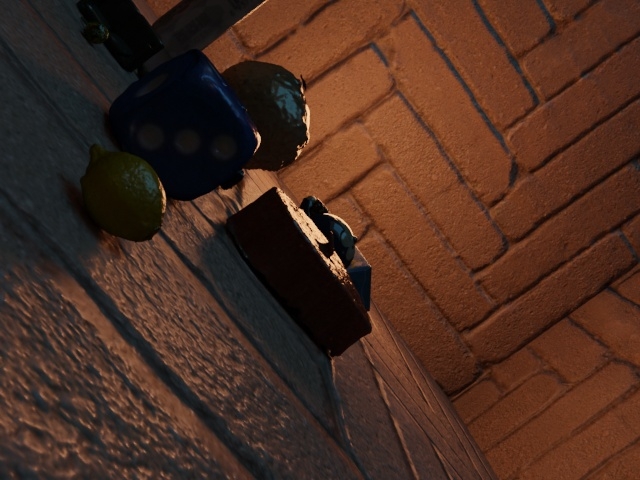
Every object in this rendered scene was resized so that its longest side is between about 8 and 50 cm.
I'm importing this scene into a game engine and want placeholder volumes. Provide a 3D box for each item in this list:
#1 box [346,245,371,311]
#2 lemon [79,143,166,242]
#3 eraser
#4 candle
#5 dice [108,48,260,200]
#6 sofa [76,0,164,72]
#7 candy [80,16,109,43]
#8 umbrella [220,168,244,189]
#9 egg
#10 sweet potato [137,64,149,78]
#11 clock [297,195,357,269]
[{"bbox_3d":[0.070,0.089,1.815,0.194,0.073,0.139,-122,-154,-58],"label":"box"},{"bbox_3d":[-0.162,-0.039,0.558,0.092,0.065,0.065,56,4,4],"label":"lemon"},{"bbox_3d":[-0.241,-0.524,1.528,0.082,0.397,0.213,52,3,-30],"label":"eraser"},{"bbox_3d":[-0.013,0.051,1.148,0.287,0.131,0.317,58,6,21],"label":"candle"},{"bbox_3d":[-0.168,-0.146,0.857,0.146,0.146,0.143,52,6,-28],"label":"dice"},{"bbox_3d":[-0.358,-0.387,1.216,0.147,0.085,0.060,54,0,4],"label":"sofa"},{"bbox_3d":[-0.376,-0.351,1.112,0.123,0.035,0.035,45,-7,49],"label":"candy"},{"bbox_3d":[-0.221,-0.192,1.239,0.224,0.071,0.080,49,-8,-29],"label":"umbrella"},{"bbox_3d":[-0.152,-0.292,1.609,0.279,0.279,0.310,51,5,-31],"label":"egg"},{"bbox_3d":[-0.313,-0.292,1.270,0.153,0.038,0.041,54,-2,42],"label":"sweet potato"},{"bbox_3d":[0.000,0.000,1.674,0.199,0.147,0.243,64,-5,-20],"label":"clock"}]
